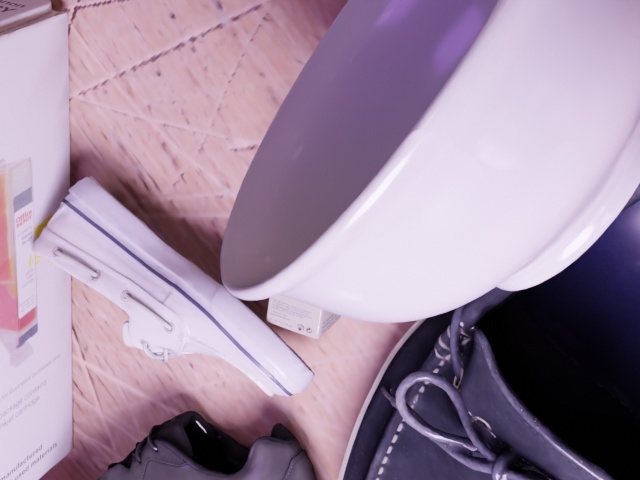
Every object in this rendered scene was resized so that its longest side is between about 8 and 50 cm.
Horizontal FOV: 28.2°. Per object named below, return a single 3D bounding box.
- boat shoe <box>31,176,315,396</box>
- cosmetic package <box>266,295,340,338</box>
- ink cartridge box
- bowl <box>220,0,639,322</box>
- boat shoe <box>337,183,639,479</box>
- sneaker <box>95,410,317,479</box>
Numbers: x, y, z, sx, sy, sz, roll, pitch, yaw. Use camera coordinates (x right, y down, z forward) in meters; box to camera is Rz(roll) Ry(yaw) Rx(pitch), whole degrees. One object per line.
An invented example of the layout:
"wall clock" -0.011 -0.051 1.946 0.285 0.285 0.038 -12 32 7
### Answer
"boat shoe" -0.107 0.049 0.898 0.226 0.083 0.076 38 85 20
"cosmetic package" 0.000 0.000 0.844 0.041 0.060 0.115 18 120 18
"ink cartridge box" -0.345 -0.003 0.961 0.279 0.160 0.384 15 117 22
"bowl" 0.083 -0.067 0.664 0.134 0.298 0.298 33 125 -14
"boat shoe" 0.141 0.095 0.756 0.187 0.156 0.500 40 125 5
"sneaker" -0.123 0.197 0.980 0.286 0.109 0.130 -8 101 21
